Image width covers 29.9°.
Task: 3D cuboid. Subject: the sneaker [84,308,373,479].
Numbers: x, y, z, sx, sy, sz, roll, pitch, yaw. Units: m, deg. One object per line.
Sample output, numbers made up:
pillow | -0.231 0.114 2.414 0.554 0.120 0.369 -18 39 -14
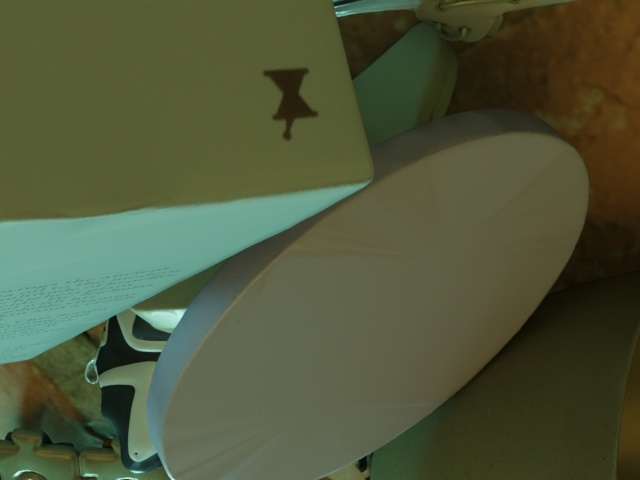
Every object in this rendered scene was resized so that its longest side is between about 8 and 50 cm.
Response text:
sneaker | -0.070 0.129 0.872 0.235 0.094 0.153 34 124 -13

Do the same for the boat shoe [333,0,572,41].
boat shoe | 0.083 -0.145 0.668 0.226 0.083 0.075 -10 120 15

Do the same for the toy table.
toy table | 0.000 0.000 0.688 0.274 0.161 0.252 -32 134 -2

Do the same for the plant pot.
plant pot | 0.145 0.160 0.767 0.191 0.284 0.284 -3 124 33

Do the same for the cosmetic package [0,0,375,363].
cosmetic package | -0.198 -0.032 0.571 0.453 0.230 0.161 -24 76 57

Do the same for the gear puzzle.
gear puzzle | -0.102 0.221 0.975 0.339 0.044 0.175 4 122 4
